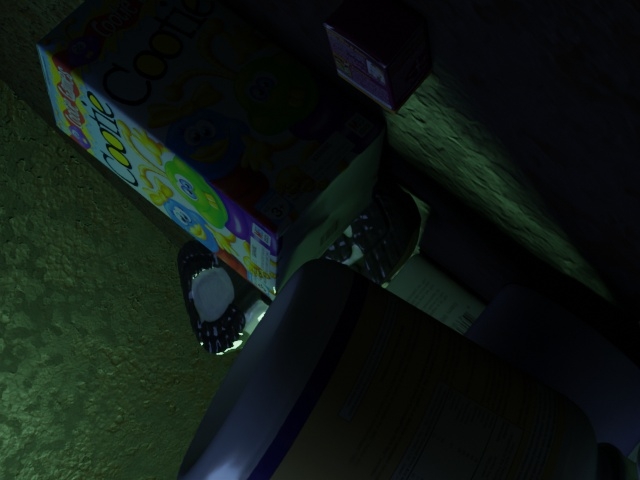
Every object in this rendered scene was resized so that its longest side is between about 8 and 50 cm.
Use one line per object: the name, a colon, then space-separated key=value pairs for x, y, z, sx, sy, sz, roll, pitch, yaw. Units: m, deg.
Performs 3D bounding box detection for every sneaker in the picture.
sneaker: x=0.000 y=0.000 z=1.494 sx=0.410 sy=0.182 sz=0.158 roll=-23 pitch=88 yaw=57

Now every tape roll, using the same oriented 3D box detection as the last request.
tape roll: x=0.222 y=0.130 z=1.335 sx=0.189 sy=0.080 sz=0.189 roll=38 pitch=170 yaw=8

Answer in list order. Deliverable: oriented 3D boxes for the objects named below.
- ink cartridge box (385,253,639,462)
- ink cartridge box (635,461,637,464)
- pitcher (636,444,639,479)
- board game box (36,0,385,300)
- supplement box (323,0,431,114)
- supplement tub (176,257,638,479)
ink cartridge box: x=0.153 y=0.200 z=1.489 sx=0.307 sy=0.223 sz=0.129 roll=38 pitch=171 yaw=15
ink cartridge box: x=0.349 y=0.256 z=1.568 sx=0.115 sy=0.029 sz=0.063 roll=35 pitch=170 yaw=32
pitcher: x=0.325 y=0.235 z=1.103 sx=0.207 sy=0.178 sz=0.125 roll=44 pitch=162 yaw=-24
board game box: x=-0.096 y=-0.102 z=1.256 sx=0.275 sy=0.144 sz=0.142 roll=38 pitch=159 yaw=15
supplement box: x=0.039 y=-0.129 z=0.958 sx=0.055 sy=0.043 sz=0.083 roll=38 pitch=171 yaw=16
supplement tub: x=0.075 y=0.191 z=1.173 sx=0.331 sy=0.241 sz=0.241 roll=31 pitch=172 yaw=-5
